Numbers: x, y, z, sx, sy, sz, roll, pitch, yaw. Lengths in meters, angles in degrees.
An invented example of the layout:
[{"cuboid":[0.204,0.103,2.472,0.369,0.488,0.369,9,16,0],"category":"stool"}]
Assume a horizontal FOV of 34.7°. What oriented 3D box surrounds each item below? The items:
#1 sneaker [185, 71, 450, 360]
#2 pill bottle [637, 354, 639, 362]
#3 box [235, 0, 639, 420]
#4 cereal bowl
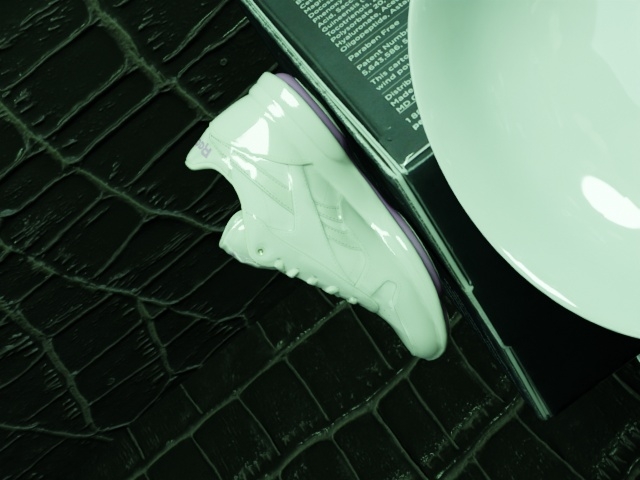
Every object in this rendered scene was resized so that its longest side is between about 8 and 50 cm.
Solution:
[{"cuboid":[0.000,0.000,0.949,0.305,0.152,0.114,53,179,-7],"category":"sneaker"},{"cuboid":[0.463,0.105,1.266,0.118,0.117,0.208,52,-147,15],"category":"pill bottle"},{"cuboid":[0.173,-0.140,1.150,0.472,0.297,0.480,53,180,44],"category":"box"},{"cuboid":[0.224,-0.108,0.690,0.339,0.141,0.339,36,142,34],"category":"cereal bowl"}]
